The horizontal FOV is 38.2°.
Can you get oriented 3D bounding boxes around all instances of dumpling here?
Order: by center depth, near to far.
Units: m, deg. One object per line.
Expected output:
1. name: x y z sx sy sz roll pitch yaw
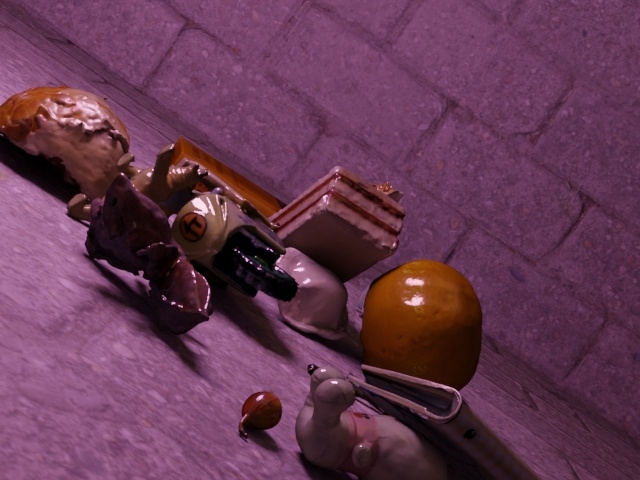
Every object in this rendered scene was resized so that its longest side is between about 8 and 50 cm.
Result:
1. dumpling: -0.013 0.121 1.789 0.229 0.124 0.151 40 42 -32

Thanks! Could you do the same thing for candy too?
1. candy: 0.000 0.000 1.868 0.179 0.320 0.135 37 46 -19

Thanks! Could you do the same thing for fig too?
1. fig: -0.078 0.215 1.130 0.050 0.050 0.083 36 26 10

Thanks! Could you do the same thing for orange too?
1. orange: 0.192 0.173 1.801 0.235 0.279 0.279 2 10 -3

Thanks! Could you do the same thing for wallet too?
1. wallet: 0.188 0.281 1.294 0.223 0.077 0.309 18 -24 52

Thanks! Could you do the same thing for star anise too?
1. star anise: -0.245 0.028 1.306 0.257 0.110 0.198 51 -17 4

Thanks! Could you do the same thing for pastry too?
1. pastry: -0.440 -0.192 1.618 0.236 0.170 0.256 35 1 -21

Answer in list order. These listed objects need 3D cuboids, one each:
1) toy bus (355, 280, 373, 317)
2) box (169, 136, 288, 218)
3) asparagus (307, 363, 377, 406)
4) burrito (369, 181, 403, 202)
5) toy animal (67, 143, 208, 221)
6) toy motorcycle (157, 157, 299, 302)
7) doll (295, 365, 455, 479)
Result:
1. toy bus: 0.169 0.185 2.228 0.091 0.109 0.262 25 10 -24
2. box: -0.190 -0.077 2.225 0.415 0.116 0.264 33 6 -16
3. asparagus: 0.073 0.266 1.575 0.233 0.023 0.022 32 52 -21
4. burrito: 0.025 -0.019 1.995 0.117 0.392 0.076 29 47 -19
5. toy animal: -0.291 -0.079 1.504 0.103 0.219 0.101 17 -35 48
6. toy motorcycle: -0.187 -0.012 1.650 0.237 0.169 0.410 38 -1 -28
7. doll: 0.070 0.273 1.191 0.275 0.113 0.155 39 -5 -23
